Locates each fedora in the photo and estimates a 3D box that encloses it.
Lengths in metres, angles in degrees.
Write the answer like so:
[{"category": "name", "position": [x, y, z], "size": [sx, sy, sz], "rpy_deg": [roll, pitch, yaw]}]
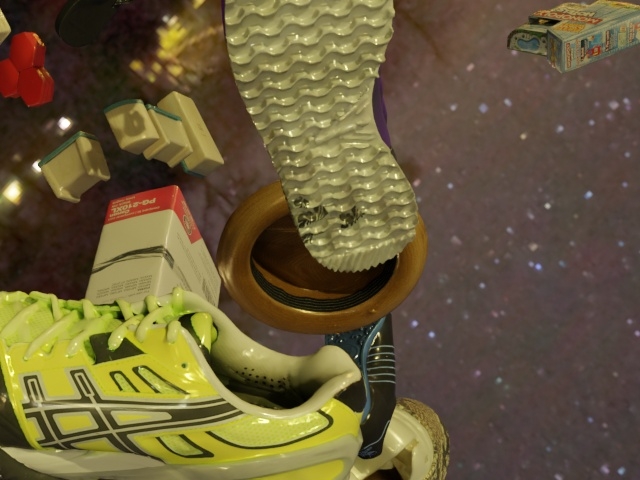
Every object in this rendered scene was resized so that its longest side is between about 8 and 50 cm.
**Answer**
[{"category": "fedora", "position": [0.000, 0.000, 0.982], "size": [0.194, 0.194, 0.079], "rpy_deg": [-43, -150, 19]}]

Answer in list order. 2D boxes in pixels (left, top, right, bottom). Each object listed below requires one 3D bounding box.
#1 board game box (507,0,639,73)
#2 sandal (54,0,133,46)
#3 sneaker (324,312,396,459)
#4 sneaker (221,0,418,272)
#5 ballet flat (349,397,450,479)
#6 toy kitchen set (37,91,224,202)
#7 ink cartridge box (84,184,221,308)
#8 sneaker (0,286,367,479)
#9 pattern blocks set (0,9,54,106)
[{"category": "board game box", "position": [0.417, -0.346, 1.768], "size": [0.194, 0.060, 0.194], "rpy_deg": [22, -139, 41]}, {"category": "sandal", "position": [-0.190, -0.260, 1.037], "size": [0.040, 0.067, 0.179], "rpy_deg": [39, -85, 33]}, {"category": "sneaker", "position": [0.054, 0.160, 1.309], "size": [0.081, 0.090, 0.232], "rpy_deg": [-11, -140, 23]}, {"category": "sneaker", "position": [-0.012, -0.122, 0.701], "size": [0.102, 0.293, 0.146], "rpy_deg": [-16, -135, -5]}, {"category": "ballet flat", "position": [0.032, 0.327, 1.335], "size": [0.483, 0.164, 0.182], "rpy_deg": [-38, 155, -37]}, {"category": "toy kitchen set", "position": [-0.273, -0.132, 1.495], "size": [0.166, 0.122, 0.207], "rpy_deg": [-34, 159, 18]}, {"category": "ink cartridge box", "position": [-0.202, 0.076, 1.294], "size": [0.100, 0.172, 0.237], "rpy_deg": [-12, -143, 10]}, {"category": "sneaker", "position": [-0.149, 0.087, 0.739], "size": [0.145, 0.385, 0.147], "rpy_deg": [-101, -149, -61]}, {"category": "pattern blocks set", "position": [-0.426, -0.271, 1.214], "size": [0.285, 0.325, 0.026], "rpy_deg": [-19, 177, 36]}]
